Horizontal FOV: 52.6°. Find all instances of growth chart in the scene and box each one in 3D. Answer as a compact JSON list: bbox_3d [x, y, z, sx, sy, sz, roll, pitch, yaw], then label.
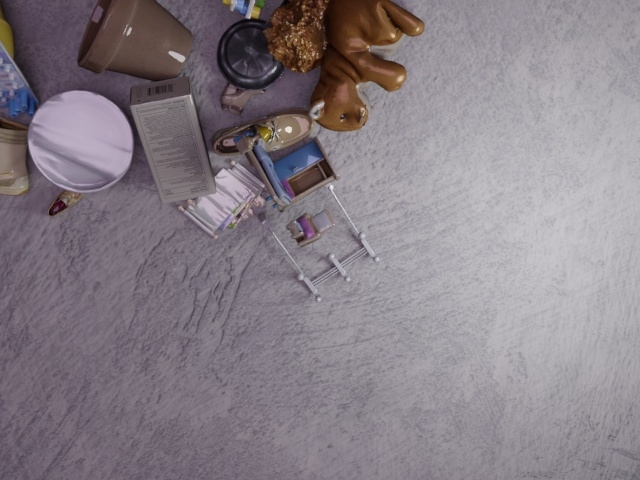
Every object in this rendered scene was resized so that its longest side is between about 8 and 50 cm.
[{"bbox_3d":[-0.275,-0.115,1.891,0.237,0.021,0.172,-42,107,4],"label":"growth chart"}]

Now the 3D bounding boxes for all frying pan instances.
[{"bbox_3d":[-0.133,-0.543,1.760,0.326,0.053,0.197,-32,91,5],"label":"frying pan"}]

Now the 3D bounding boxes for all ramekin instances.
[{"bbox_3d":[-0.631,-0.270,1.740,0.272,0.127,0.273,-2,105,-9],"label":"ramekin"}]

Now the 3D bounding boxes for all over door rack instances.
[{"bbox_3d":[0.000,0.000,1.919,0.239,0.108,0.324,-34,107,1],"label":"over door rack"}]

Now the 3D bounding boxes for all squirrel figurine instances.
[{"bbox_3d":[0.044,-0.499,1.735,0.396,0.281,0.371,28,111,-8],"label":"squirrel figurine"}]

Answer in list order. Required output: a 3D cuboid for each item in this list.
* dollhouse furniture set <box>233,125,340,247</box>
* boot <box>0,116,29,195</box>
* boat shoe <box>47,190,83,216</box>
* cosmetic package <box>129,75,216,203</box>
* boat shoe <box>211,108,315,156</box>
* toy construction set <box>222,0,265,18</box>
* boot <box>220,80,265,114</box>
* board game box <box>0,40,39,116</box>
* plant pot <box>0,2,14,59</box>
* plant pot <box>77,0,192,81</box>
[{"bbox_3d":[-0.056,-0.165,1.721,0.198,0.303,0.287,-30,80,3],"label":"dollhouse furniture set"},{"bbox_3d":[-0.903,-0.233,1.702,0.261,0.095,0.204,9,119,-15],"label":"boot"},{"bbox_3d":[-0.712,-0.113,1.813,0.050,0.045,0.135,43,96,-17],"label":"boat shoe"},{"bbox_3d":[-0.388,-0.262,1.726,0.160,0.113,0.310,-11,131,-6],"label":"cosmetic package"},{"bbox_3d":[-0.157,-0.296,1.818,0.302,0.098,0.109,-14,107,-4],"label":"boat shoe"},{"bbox_3d":[-0.155,-0.727,1.638,0.151,0.215,0.328,30,99,-15],"label":"toy construction set"},{"bbox_3d":[-0.220,-0.395,1.815,0.118,0.042,0.087,12,108,-8],"label":"boot"},{"bbox_3d":[-0.929,-0.391,1.541,0.389,0.390,0.050,-4,74,-7],"label":"board game box"},{"bbox_3d":[-0.886,-0.567,1.571,0.253,0.254,0.239,-3,91,-8],"label":"plant pot"},{"bbox_3d":[-0.460,-0.516,1.653,0.229,0.263,0.263,23,101,-31],"label":"plant pot"}]
